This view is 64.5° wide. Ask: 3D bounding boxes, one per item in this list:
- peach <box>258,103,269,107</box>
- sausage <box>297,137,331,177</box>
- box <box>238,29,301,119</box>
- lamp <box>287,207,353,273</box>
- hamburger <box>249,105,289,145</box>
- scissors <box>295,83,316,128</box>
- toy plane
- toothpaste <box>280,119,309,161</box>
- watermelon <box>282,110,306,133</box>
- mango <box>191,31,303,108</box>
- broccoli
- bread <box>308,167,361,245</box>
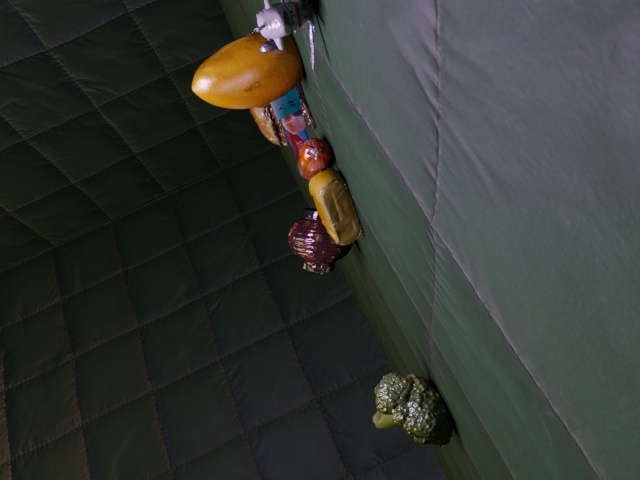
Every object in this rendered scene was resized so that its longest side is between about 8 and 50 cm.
[{"bbox_3d":[-0.204,-0.536,1.788,0.138,0.138,0.138,155,90,-88],"label":"peach"},{"bbox_3d":[-0.019,-0.235,1.457,0.312,0.092,0.093,-175,59,-87],"label":"sausage"},{"bbox_3d":[-0.147,-0.498,1.510,0.153,0.092,0.245,68,176,-54],"label":"box"},{"bbox_3d":[0.000,0.000,1.798,0.247,0.246,0.247,155,90,-88],"label":"lamp"},{"bbox_3d":[-0.201,-0.510,2.018,0.283,0.144,0.260,54,167,48],"label":"hamburger"},{"bbox_3d":[-0.054,-0.401,1.387,0.220,0.017,0.088,69,176,-54],"label":"scissors"},{"bbox_3d":[-0.075,-0.394,0.878,0.273,0.107,0.182,-111,4,-46],"label":"toy plane"},{"bbox_3d":[-0.097,-0.398,1.772,0.321,0.066,0.076,65,178,-34],"label":"toothpaste"},{"bbox_3d":[-0.080,-0.399,1.649,0.084,0.072,0.092,42,-121,-66],"label":"watermelon"},{"bbox_3d":[-0.173,-0.389,1.193,0.187,0.256,0.138,95,150,-85],"label":"mango"},{"bbox_3d":[0.294,0.518,1.562,0.253,0.186,0.302,21,159,20],"label":"broccoli"},{"bbox_3d":[0.044,-0.096,1.443,0.094,0.102,0.246,52,170,48],"label":"bread"}]
